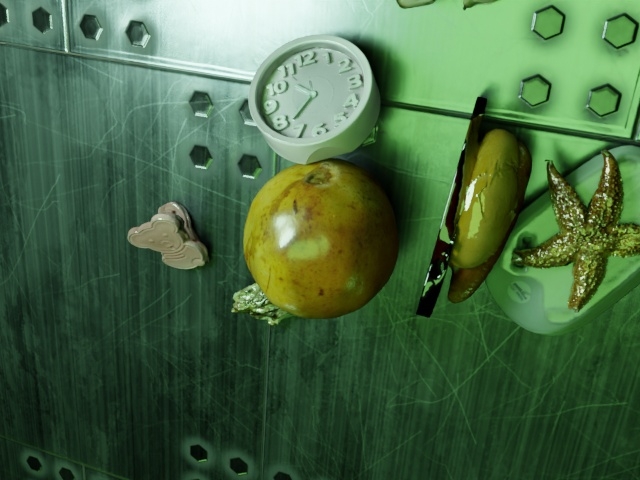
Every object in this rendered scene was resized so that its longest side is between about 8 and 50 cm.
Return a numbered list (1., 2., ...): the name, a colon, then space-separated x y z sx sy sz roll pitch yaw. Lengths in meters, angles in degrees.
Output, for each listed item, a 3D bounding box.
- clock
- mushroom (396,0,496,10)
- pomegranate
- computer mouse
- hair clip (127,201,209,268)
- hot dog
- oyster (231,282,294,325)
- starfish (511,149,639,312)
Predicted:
1. clock: -0.009 -0.219 1.125 0.197 0.068 0.196 -6 67 14
2. mushroom: 0.231 -0.420 0.990 0.286 0.156 0.151 -8 80 24
3. pomegranate: 0.000 0.000 1.173 0.264 0.264 0.264 8 114 19
4. computer mouse: 0.402 0.005 1.107 0.331 0.095 0.197 -41 83 20
5. hair clip: -0.281 0.005 1.372 0.123 0.102 0.138 -17 105 30
6. hot dog: 0.243 -0.042 1.102 0.107 0.194 0.326 16 111 9
7. oyster: -0.084 0.115 1.371 0.166 0.053 0.108 -20 113 20
8. starfish: 0.392 -0.013 1.041 0.241 0.043 0.227 -7 94 18
